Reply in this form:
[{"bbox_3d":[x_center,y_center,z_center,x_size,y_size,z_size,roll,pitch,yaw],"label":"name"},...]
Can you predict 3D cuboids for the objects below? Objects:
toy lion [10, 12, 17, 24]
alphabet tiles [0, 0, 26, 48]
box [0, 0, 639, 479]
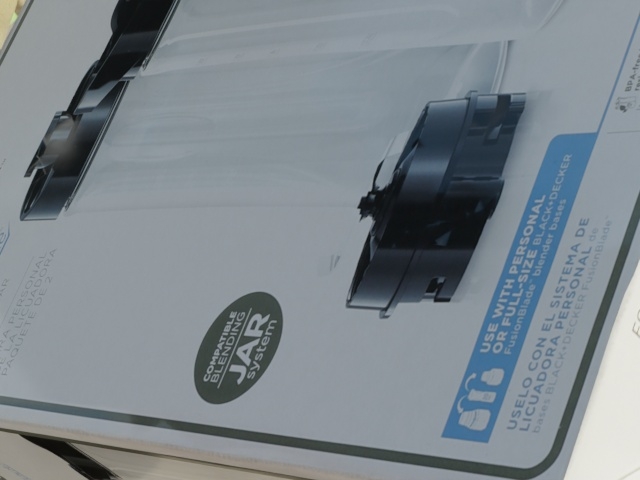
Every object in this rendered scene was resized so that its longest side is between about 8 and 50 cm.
[{"bbox_3d":[-0.196,-0.163,1.024,0.096,0.034,0.100,10,62,24],"label":"toy lion"},{"bbox_3d":[-0.158,-0.235,0.701,0.011,0.285,0.342,6,-24,23],"label":"alphabet tiles"},{"bbox_3d":[0.000,0.000,0.456,0.290,0.169,0.087,2,-28,48],"label":"box"}]
